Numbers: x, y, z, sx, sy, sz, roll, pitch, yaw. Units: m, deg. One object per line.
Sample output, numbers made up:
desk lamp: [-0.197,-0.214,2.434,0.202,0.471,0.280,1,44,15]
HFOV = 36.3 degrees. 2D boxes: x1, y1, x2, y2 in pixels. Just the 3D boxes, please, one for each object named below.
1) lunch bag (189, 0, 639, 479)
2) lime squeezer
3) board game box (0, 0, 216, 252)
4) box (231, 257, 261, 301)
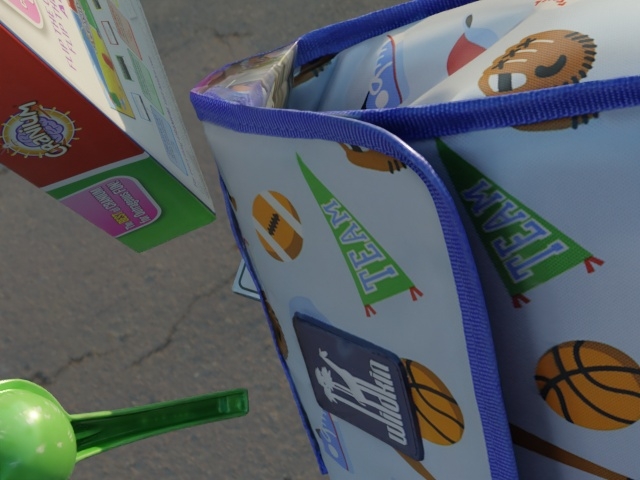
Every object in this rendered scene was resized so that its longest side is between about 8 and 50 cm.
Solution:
lunch bag: [0.145,0.029,0.527,0.385,0.328,0.239,-5,28,23]
lime squeezer: [-0.100,0.073,0.350,0.110,0.310,0.059,-22,85,1]
board game box: [-0.176,-0.149,0.570,0.064,0.316,0.242,-24,69,6]
box: [0.000,0.000,1.049,0.087,0.290,0.169,18,87,9]
